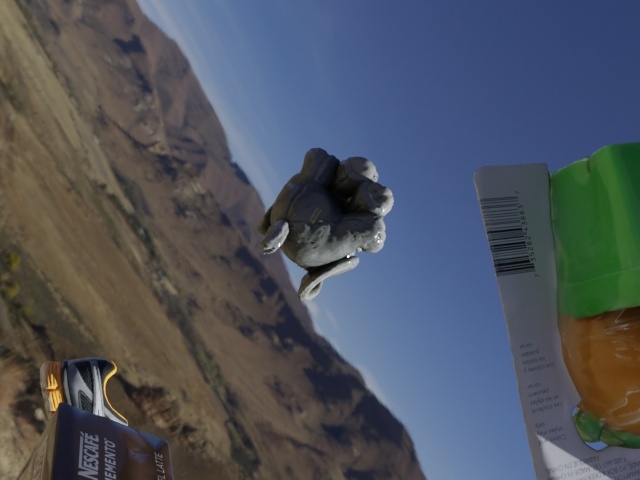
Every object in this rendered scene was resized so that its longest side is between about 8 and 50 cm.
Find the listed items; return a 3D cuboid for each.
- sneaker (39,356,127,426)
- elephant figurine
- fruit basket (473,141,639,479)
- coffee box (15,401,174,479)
[{"bbox_3d":[-0.258,0.235,0.833,0.084,0.083,0.215,4,-74,62],"label":"sneaker"},{"bbox_3d":[0.000,0.000,1.005,0.239,0.185,0.170,117,-19,-61],"label":"elephant figurine"},{"bbox_3d":[0.272,0.106,0.524,0.165,0.326,0.353,162,-80,-68],"label":"fruit basket"},{"bbox_3d":[-0.207,0.265,0.531,0.098,0.247,0.141,29,4,-22],"label":"coffee box"}]
